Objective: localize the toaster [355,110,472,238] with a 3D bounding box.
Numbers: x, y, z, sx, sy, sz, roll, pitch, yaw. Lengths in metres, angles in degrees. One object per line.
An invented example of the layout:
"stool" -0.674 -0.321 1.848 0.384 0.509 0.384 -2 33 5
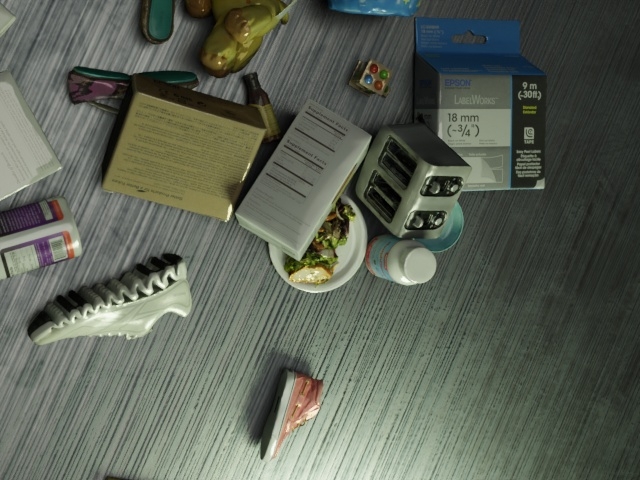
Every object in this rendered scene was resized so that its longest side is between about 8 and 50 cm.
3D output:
"toaster" 0.166 -0.118 1.902 0.110 0.185 0.168 -5 131 -38

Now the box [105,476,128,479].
"box" -0.315 0.527 1.890 0.201 0.021 0.164 16 90 -21

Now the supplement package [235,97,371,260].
"supplement package" -0.029 -0.106 1.847 0.134 0.139 0.244 32 84 3

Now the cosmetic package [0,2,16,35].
"cosmetic package" -0.658 -0.405 1.564 0.365 0.197 0.155 45 80 -21

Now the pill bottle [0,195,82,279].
"pill bottle" -0.503 0.002 1.713 0.193 0.108 0.108 -18 102 -18

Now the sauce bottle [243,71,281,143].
"sauce bottle" -0.108 -0.240 1.876 0.042 0.042 0.128 -23 101 -17

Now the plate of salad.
"plate of salad" 0.000 0.000 1.939 0.200 0.048 0.199 -2 96 -20

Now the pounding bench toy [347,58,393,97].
"pounding bench toy" 0.107 -0.297 1.938 0.083 0.065 0.052 27 86 -22

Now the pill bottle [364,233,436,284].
"pill bottle" 0.151 0.037 1.940 0.087 0.160 0.087 -2 96 -21

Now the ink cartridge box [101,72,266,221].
"ink cartridge box" -0.237 -0.157 1.773 0.235 0.088 0.193 15 118 -23

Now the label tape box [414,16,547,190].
"label tape box" 0.307 -0.264 1.998 0.241 0.106 0.333 -3 97 -21

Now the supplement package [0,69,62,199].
"supplement package" -0.587 -0.125 1.630 0.293 0.177 0.175 -31 106 -16

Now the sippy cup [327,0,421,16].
"sippy cup" 0.102 -0.516 1.841 0.305 0.240 0.224 9 107 16

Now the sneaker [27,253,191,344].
"sneaker" -0.357 0.127 1.791 0.292 0.110 0.118 -22 112 -17

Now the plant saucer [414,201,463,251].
"plant saucer" 0.224 -0.037 2.035 0.119 0.021 0.119 -2 96 -21

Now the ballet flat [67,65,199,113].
"ballet flat" -0.322 -0.255 1.782 0.222 0.077 0.079 0 114 -16

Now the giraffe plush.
"giraffe plush" -0.164 -0.408 1.784 0.210 0.181 0.170 -45 88 0

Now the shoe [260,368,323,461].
"shoe" -0.053 0.336 1.946 0.081 0.063 0.178 18 85 -17

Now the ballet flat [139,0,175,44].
"ballet flat" -0.276 -0.438 1.775 0.073 0.067 0.206 13 88 -27
